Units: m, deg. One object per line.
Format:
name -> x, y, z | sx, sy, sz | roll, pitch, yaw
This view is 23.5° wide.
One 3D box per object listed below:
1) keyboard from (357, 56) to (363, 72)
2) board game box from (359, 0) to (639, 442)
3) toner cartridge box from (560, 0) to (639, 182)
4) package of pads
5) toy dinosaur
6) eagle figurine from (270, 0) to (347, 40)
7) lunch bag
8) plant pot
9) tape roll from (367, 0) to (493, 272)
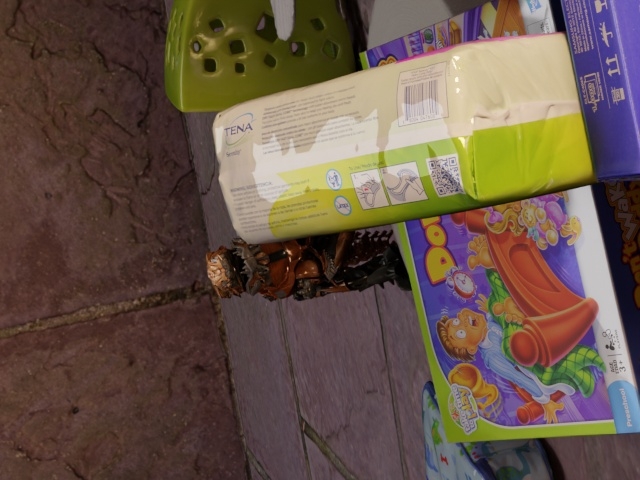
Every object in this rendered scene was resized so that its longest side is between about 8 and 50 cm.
keyboard -> 0.072, -0.127, 1.860 | 0.108, 0.023, 0.180 | -117, 18, -68
board game box -> 0.166, -0.015, 1.250 | 0.233, 0.078, 0.347 | -14, 88, 53
toner cartridge box -> 0.210, -0.218, 0.873 | 0.075, 0.165, 0.348 | 179, 80, -77
package of pads -> 0.105, -0.073, 1.009 | 0.229, 0.296, 0.101 | -9, 92, 47
toy dinosaur -> 0.000, 0.000, 1.769 | 0.164, 0.218, 0.322 | 59, -149, -10
eagle figurine -> -0.048, -0.388, 1.639 | 0.226, 0.298, 0.225 | -30, 34, 47
lunch bag -> 0.177, 0.257, 1.626 | 0.219, 0.090, 0.176 | -121, 20, -57
plant pot -> -0.084, -0.280, 1.938 | 0.227, 0.228, 0.207 | -131, 37, -73
tape roll -> 0.138, -0.080, 1.514 | 0.392, 0.072, 0.392 | 168, 90, -77
